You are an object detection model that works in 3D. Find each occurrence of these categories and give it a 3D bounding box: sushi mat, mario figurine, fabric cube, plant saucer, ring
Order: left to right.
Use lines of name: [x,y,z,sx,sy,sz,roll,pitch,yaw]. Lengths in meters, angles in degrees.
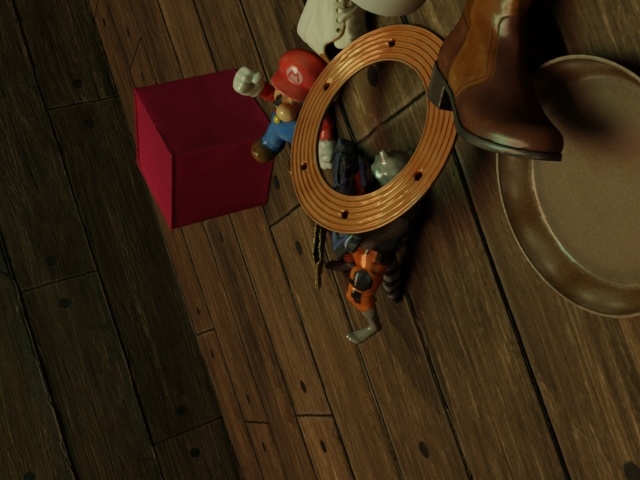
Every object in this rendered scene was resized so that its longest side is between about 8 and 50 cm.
fabric cube: [-0.284,-0.223,1.867,0.259,0.258,0.254,58,153,31]
mario figurine: [-0.064,-0.227,1.477,0.320,0.198,0.170,109,151,-59]
sushi mat: [0.000,0.000,1.493,0.316,0.019,0.151,89,-173,-78]
ring: [0.081,-0.170,1.187,0.337,0.032,0.336,-17,65,40]
plant saucer: [0.325,-0.064,0.905,0.310,0.050,0.310,45,145,46]

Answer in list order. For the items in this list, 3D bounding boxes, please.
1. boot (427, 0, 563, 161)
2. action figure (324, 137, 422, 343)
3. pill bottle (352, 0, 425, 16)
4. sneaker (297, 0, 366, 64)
boot: [0.234,-0.252,0.880,0.264,0.096,0.280,-110,32,-57]
action figure: [0.095,-0.036,1.367,0.341,0.179,0.330,-88,10,-48]
pill bottle: [0.115,-0.398,0.891,0.161,0.161,0.283,67,158,15]
sneaker: [0.046,-0.395,1.252,0.123,0.106,0.290,54,159,16]
